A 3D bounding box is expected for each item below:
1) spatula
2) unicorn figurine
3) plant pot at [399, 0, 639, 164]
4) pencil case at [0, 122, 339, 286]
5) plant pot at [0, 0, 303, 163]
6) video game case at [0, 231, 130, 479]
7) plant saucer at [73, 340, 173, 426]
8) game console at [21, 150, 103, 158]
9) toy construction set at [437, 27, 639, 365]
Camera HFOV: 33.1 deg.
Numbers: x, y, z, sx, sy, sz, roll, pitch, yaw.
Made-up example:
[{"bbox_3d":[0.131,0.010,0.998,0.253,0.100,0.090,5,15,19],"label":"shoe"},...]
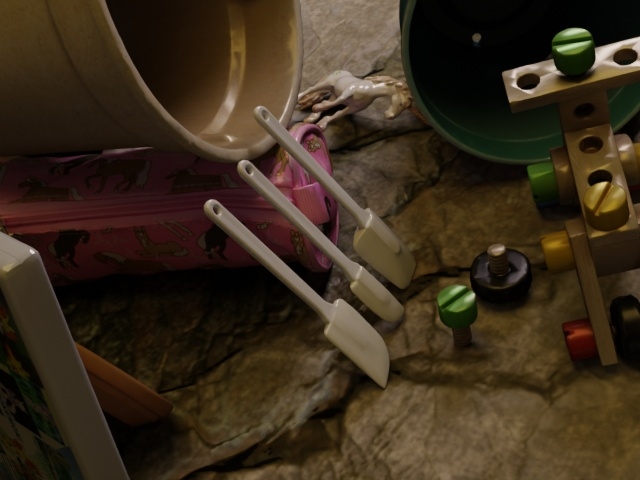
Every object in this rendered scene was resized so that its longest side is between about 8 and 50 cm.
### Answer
[{"bbox_3d":[0.000,0.000,0.969,0.019,0.242,0.168,-21,36,41],"label":"spatula"},{"bbox_3d":[0.036,-0.164,1.247,0.111,0.060,0.162,-30,44,-13],"label":"unicorn figurine"},{"bbox_3d":[0.204,-0.257,1.156,0.272,0.271,0.255,-15,29,3],"label":"plant pot"},{"bbox_3d":[-0.169,-0.031,1.101,0.386,0.160,0.167,-4,44,13],"label":"pencil case"},{"bbox_3d":[-0.229,-0.211,0.999,0.305,0.334,0.334,-9,41,28],"label":"plant pot"},{"bbox_3d":[-0.281,0.094,0.877,0.300,0.329,0.036,22,48,35],"label":"video game case"},{"bbox_3d":[-0.224,0.110,0.950,0.200,0.200,0.037,21,74,34],"label":"plant saucer"},{"bbox_3d":[-0.398,-0.246,1.190,0.387,0.342,0.060,21,23,0],"label":"game console"},{"bbox_3d":[0.274,-0.048,0.913,0.309,0.237,0.257,10,49,26],"label":"toy construction set"}]
